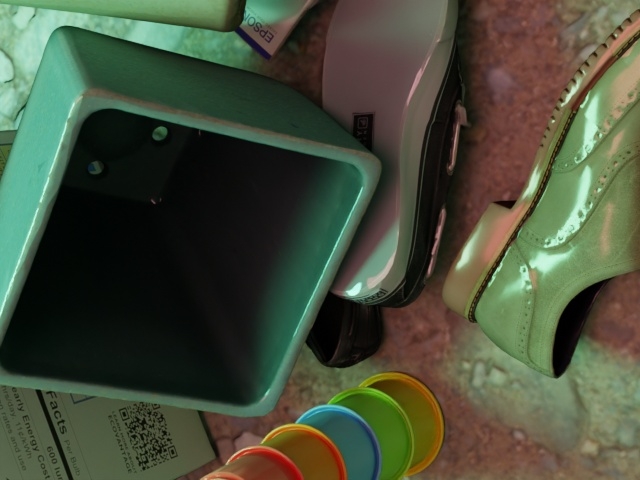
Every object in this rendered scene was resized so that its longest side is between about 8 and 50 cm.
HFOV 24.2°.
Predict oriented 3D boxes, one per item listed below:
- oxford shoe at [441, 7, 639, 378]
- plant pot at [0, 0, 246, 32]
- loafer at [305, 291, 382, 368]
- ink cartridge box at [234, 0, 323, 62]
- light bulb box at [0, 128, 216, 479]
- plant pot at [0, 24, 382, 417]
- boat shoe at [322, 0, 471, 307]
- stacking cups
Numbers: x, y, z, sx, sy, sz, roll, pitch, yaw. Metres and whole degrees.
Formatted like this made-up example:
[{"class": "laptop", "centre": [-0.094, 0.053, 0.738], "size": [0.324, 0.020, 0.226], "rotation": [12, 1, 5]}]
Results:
[{"class": "oxford shoe", "centre": [0.232, -0.047, 1.140], "size": [0.130, 0.123, 0.348], "rotation": [43, 123, 23]}, {"class": "plant pot", "centre": [-0.183, -0.304, 1.140], "size": [0.305, 0.334, 0.334], "rotation": [14, 103, 1]}, {"class": "loafer", "centre": [0.000, 0.000, 1.286], "size": [0.076, 0.078, 0.223], "rotation": [-14, 89, 27]}, {"class": "ink cartridge box", "centre": [0.012, -0.346, 1.250], "size": [0.176, 0.069, 0.371], "rotation": [44, 110, 15]}, {"class": "light bulb box", "centre": [-0.328, 0.108, 1.304], "size": [0.225, 0.361, 0.358], "rotation": [-25, 84, 28]}, {"class": "plant pot", "centre": [-0.141, -0.040, 1.205], "size": [0.247, 0.247, 0.252], "rotation": [-66, 30, 22]}, {"class": "boat shoe", "centre": [0.071, -0.096, 1.224], "size": [0.113, 0.105, 0.306], "rotation": [-2, 80, 33]}, {"class": "stacking cups", "centre": [-0.007, 0.180, 1.177], "size": [0.096, 0.316, 0.096], "rotation": [4, 99, 28]}]
